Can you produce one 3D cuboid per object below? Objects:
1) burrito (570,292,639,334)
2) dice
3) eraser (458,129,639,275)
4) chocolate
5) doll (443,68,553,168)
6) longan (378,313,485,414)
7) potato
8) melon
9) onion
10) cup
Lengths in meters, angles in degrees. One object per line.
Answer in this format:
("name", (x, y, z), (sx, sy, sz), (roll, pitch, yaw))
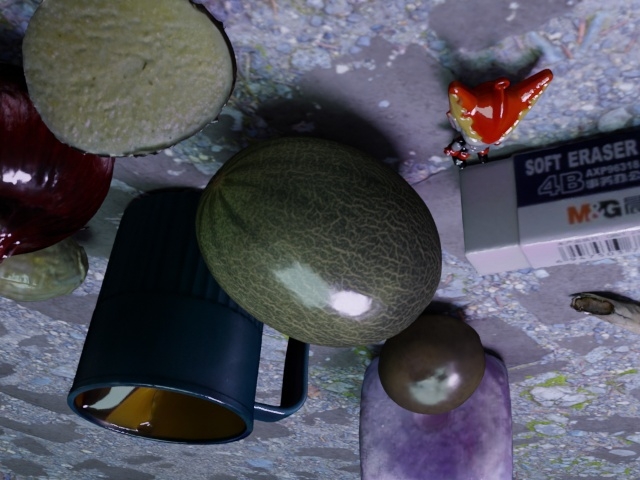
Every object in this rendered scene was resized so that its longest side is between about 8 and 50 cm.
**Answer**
("burrito", (0.468, 0.114, 1.271), (0.149, 0.041, 0.055), (17, 161, -18))
("dice", (0.218, 0.367, 1.517), (0.270, 0.270, 0.271), (-1, 149, 11))
("eraser", (0.310, -0.045, 0.948), (0.287, 0.130, 0.086), (-11, 149, 24))
("chocolate", (-0.491, 0.010, 1.173), (0.309, 0.134, 0.134), (17, 148, -18))
("doll", (0.181, -0.134, 0.893), (0.109, 0.057, 0.169), (-9, 164, -5))
("longan", (0.186, 0.205, 1.354), (0.167, 0.167, 0.187), (24, 147, -28))
("potato", (-0.182, -0.174, 0.821), (0.202, 0.182, 0.117), (-17, -176, 5))
("melon", (0.000, 0.000, 0.966), (0.302, 0.237, 0.237), (27, 144, -26))
("onion", (-0.383, -0.072, 0.914), (0.314, 0.232, 0.314), (-13, 160, -5))
("cup", (-0.164, 0.110, 1.127), (0.308, 0.292, 0.242), (3, 150, 2))
